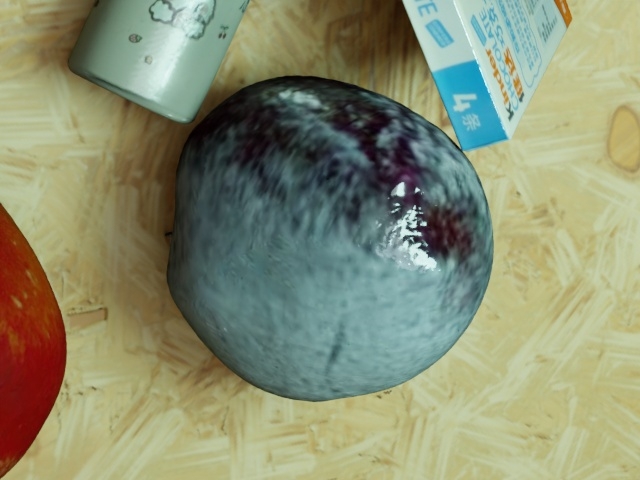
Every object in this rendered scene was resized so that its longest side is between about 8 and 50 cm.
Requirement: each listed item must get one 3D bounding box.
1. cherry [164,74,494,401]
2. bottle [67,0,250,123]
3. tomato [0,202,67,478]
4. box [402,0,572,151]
[{"bbox_3d":[0.000,0.000,1.409,0.218,0.296,0.255,-12,105,-45],"label":"cherry"},{"bbox_3d":[-0.099,-0.213,1.398,0.110,0.110,0.233,25,93,-22],"label":"bottle"},{"bbox_3d":[-0.348,0.060,1.274,0.293,0.290,0.325,-34,112,-2],"label":"tomato"},{"bbox_3d":[0.108,-0.241,1.400,0.048,0.265,0.273,-14,110,24],"label":"box"}]
